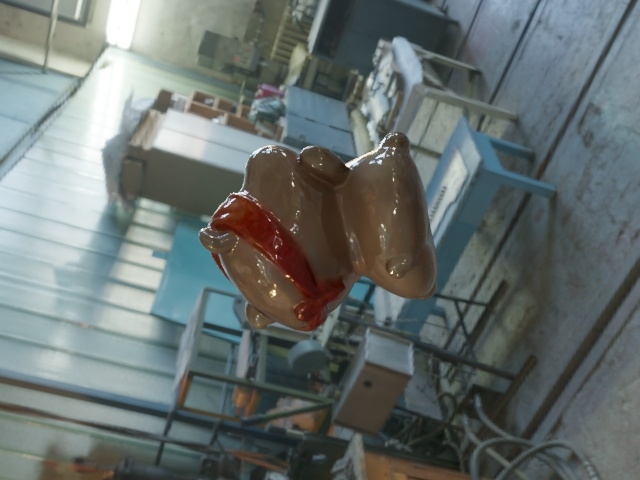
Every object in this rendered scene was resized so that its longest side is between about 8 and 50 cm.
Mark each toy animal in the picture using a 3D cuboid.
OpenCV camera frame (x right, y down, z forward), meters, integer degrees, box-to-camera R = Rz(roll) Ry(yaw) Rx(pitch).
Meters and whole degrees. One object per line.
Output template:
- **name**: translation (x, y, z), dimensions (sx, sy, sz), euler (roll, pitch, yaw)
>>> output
- **toy animal**: translation (0.000, 0.000, 0.613), dimensions (0.171, 0.197, 0.171), euler (-13, -90, -88)
